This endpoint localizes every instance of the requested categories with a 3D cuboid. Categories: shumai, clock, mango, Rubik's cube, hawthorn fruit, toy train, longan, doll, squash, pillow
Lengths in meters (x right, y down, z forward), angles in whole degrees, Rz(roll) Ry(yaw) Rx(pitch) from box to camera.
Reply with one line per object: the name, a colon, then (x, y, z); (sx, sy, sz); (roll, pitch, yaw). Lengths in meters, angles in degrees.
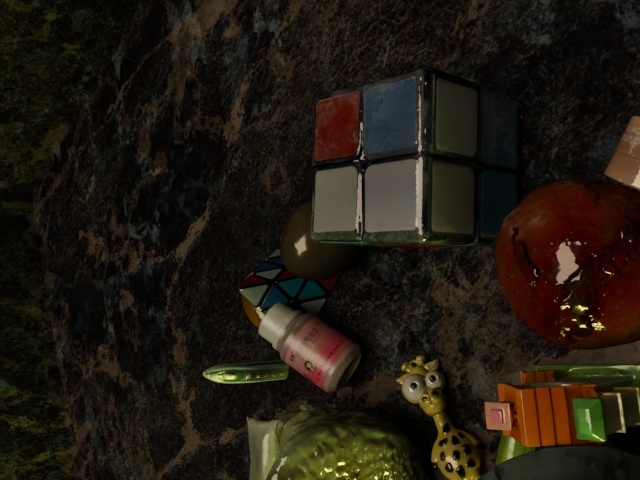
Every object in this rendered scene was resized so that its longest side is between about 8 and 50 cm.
shumai: (0.018, 0.514, 1.409); (0.323, 0.397, 0.324); (20, 99, 64)
clock: (0.410, 0.444, 1.011); (0.319, 0.318, 0.066); (-46, 21, 35)
mango: (-0.173, 0.176, 1.815); (0.115, 0.090, 0.178); (-17, 83, 38)
Rubik's cube: (-0.098, 0.118, 1.628); (0.250, 0.234, 0.285); (-24, 70, 43)
hawthorn fruit: (0.440, 0.040, 1.025); (0.315, 0.315, 0.316); (-4, 85, 47)
toy train: (-0.201, 0.362, 1.706); (0.048, 0.251, 0.055); (33, 113, 48)
clock: (0.410, 0.272, 1.050); (0.219, 0.255, 0.106); (-13, 78, 45)
longan: (0.000, 0.000, 1.551); (0.196, 0.196, 0.220); (-34, 21, 41)
doll: (0.257, 0.381, 1.338); (0.117, 0.086, 0.291); (-23, 62, 1)
Rubik's cube: (0.191, -0.144, 1.273); (0.313, 0.318, 0.317); (0, 86, 49)
squash: (0.374, 0.443, 1.219); (0.069, 0.069, 0.239); (15, 98, 47)
pillow: (-0.161, 0.627, 1.774); (0.144, 0.078, 0.254); (-6, 83, 47)

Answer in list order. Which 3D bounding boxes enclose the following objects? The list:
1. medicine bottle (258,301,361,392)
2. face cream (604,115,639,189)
medicine bottle: (-0.029, 0.259, 1.561); (0.247, 0.147, 0.147); (31, 112, 19)
face cream: (0.549, -0.126, 1.004); (0.149, 0.149, 0.104); (36, 113, 42)
